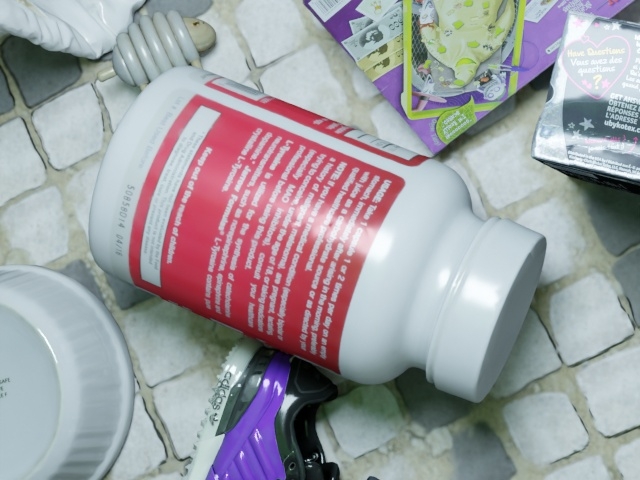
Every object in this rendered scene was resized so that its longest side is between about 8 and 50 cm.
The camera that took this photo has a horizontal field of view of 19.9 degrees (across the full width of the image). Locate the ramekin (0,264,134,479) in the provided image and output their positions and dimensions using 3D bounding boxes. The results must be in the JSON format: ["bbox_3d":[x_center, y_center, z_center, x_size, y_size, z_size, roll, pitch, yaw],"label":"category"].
[{"bbox_3d":[-0.341,0.162,1.918,0.272,0.127,0.273,0,89,16],"label":"ramekin"}]

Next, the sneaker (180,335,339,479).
[{"bbox_3d":[-0.061,0.255,1.850,0.146,0.102,0.293,18,94,15],"label":"sneaker"}]

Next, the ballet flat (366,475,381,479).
[{"bbox_3d":[-0.002,0.303,1.814,0.203,0.074,0.074,-40,79,16],"label":"ballet flat"}]

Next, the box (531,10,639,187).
[{"bbox_3d":[0.299,-0.117,1.680,0.163,0.247,0.142,15,92,15],"label":"box"}]

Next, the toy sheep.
[{"bbox_3d":[-0.170,-0.193,1.899,0.132,0.091,0.091,-25,82,-5],"label":"toy sheep"}]

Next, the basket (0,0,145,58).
[{"bbox_3d":[-0.287,-0.397,1.816,0.266,0.328,0.331,38,99,17],"label":"basket"}]

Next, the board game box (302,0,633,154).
[{"bbox_3d":[0.177,-0.264,1.759,0.347,0.056,0.208,-37,97,21],"label":"board game box"}]

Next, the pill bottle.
[{"bbox_3d":[0.000,0.000,1.772,0.407,0.229,0.229,23,95,15],"label":"pill bottle"}]
